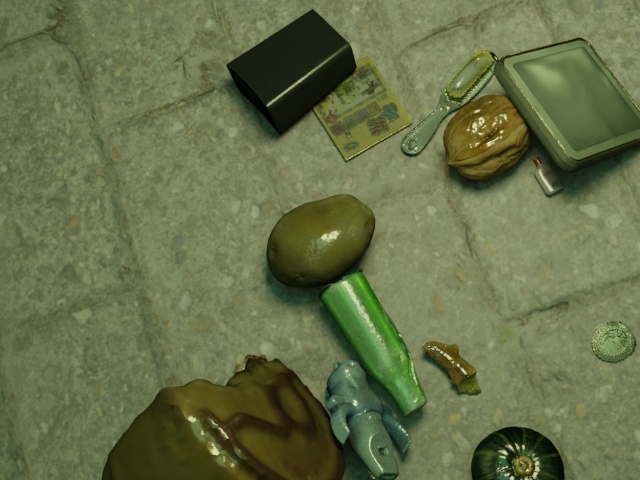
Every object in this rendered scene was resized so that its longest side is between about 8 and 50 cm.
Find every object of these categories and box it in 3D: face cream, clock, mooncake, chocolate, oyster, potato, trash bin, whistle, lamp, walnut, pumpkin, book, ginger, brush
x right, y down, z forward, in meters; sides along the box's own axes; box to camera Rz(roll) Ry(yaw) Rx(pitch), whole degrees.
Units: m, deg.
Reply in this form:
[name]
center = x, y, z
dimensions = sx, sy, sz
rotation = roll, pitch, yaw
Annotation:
[face cream]
center = 0.461, -0.133, 1.735
dimensions = 0.040, 0.021, 0.083
rotation = -25, 72, 0
[clock]
center = 0.562, 0.195, 1.631
dimensions = 0.083, 0.010, 0.074
rotation = -33, 72, -1
[mooncake]
center = -0.150, 0.357, 1.474
dimensions = 0.393, 0.394, 0.246
rotation = 33, 107, -20
[chocolate]
center = 0.111, 0.203, 1.651
dimensions = 0.110, 0.110, 0.291
rotation = -31, 75, -1
[oyster]
center = -0.124, 0.291, 1.693
dimensions = 0.086, 0.029, 0.132
rotation = -11, 76, 12
[potato]
center = 0.000, 0.000, 1.690
dimensions = 0.235, 0.160, 0.178
rotation = -33, 64, 1
[trash bin]
center = -0.057, -0.368, 1.823
dimensions = 0.225, 0.115, 0.165
rotation = -38, 63, -5
[whistle]
center = 0.077, 0.331, 1.589
dimensions = 0.093, 0.180, 0.269
rotation = -51, 44, 22
[lamp]
center = 0.508, -0.278, 1.696
dimensions = 0.266, 0.047, 0.269
rotation = -20, 70, -29
[walnut]
center = 0.330, -0.204, 1.710
dimensions = 0.184, 0.155, 0.155
rotation = -35, 72, -1
[pumpkin]
center = 0.356, 0.417, 1.536
dimensions = 0.167, 0.125, 0.167
rotation = -2, 74, 5
[book]
center = 0.080, -0.288, 1.841
dimensions = 0.168, 0.013, 0.192
rotation = -30, 73, -2
[ginger]
center = 0.259, 0.242, 1.646
dimensions = 0.137, 0.044, 0.057
rotation = 46, 103, 19
[brush]
center = 0.274, -0.300, 1.791
dimensions = 0.068, 0.060, 0.297
rotation = 39, 82, 14
